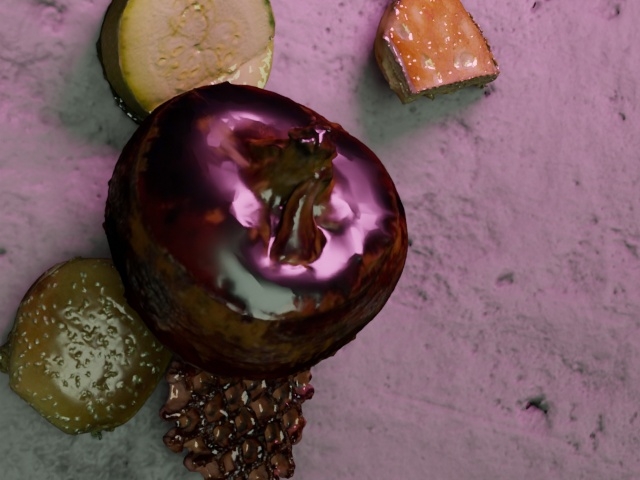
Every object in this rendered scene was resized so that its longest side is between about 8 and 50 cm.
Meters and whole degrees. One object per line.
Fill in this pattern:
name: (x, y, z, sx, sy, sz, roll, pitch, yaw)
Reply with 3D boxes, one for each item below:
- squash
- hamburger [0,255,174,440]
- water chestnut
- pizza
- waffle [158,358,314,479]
squash: (-0.143, -0.226, 1.388, 0.220, 0.133, 0.220, -3, 97, -25)
hamburger: (-0.254, 0.111, 1.355, 0.189, 0.122, 0.215, 40, 76, -17)
water chestnut: (-0.062, -0.033, 1.274, 0.350, 0.302, 0.351, 8, 59, -14)
pizza: (0.121, -0.267, 1.512, 0.188, 0.080, 0.204, -26, 91, -41)
waffle: (-0.096, 0.191, 1.413, 0.234, 0.055, 0.221, 31, 68, -43)
